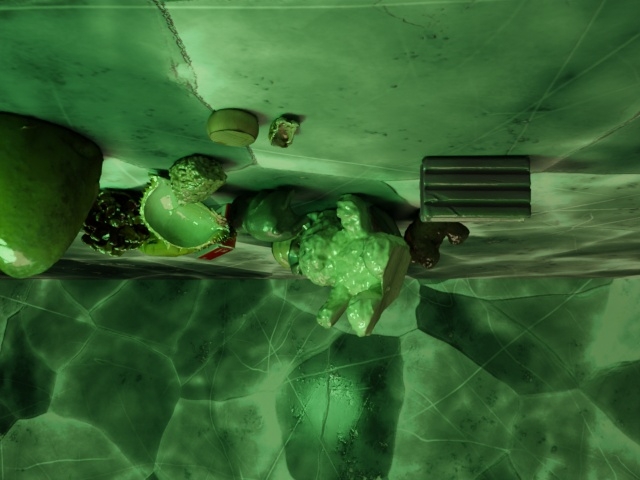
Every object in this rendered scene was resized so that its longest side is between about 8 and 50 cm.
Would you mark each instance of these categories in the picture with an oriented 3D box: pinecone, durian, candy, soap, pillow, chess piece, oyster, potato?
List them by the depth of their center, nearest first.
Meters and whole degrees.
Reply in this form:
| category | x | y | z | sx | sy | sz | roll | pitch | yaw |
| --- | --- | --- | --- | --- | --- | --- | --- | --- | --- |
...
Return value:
| category | x | y | z | sx | sy | sz | roll | pitch | yaw |
| --- | --- | --- | --- | --- | --- | --- | --- | --- | --- |
| chess piece | -0.141 | -0.180 | 0.910 | 0.084 | 0.038 | 0.083 | 0 | 172 | 0 |
| oyster | -0.062 | -0.178 | 0.931 | 0.051 | 0.034 | 0.093 | -12 | 163 | -23 |
| potato | -0.480 | -0.060 | 0.992 | 0.112 | 0.255 | 0.269 | -1 | 169 | 20 |
| soap | 0.294 | -0.096 | 1.085 | 0.203 | 0.122 | 0.065 | 1 | 171 | 6 |
| candy | -0.248 | -0.124 | 1.130 | 0.110 | 0.085 | 0.095 | -20 | 168 | 34 |
| durian | -0.303 | -0.057 | 1.272 | 0.252 | 0.144 | 0.139 | 43 | 149 | -22 |
| pinecone | -0.502 | -0.043 | 1.381 | 0.179 | 0.149 | 0.195 | 12 | 163 | -22 |
| pillow | 0.183 | -0.010 | 1.548 | 0.059 | 0.169 | 0.255 | -30 | 169 | -3 |
| chess piece | 0.000 | 0.000 | 1.678 | 0.137 | 0.137 | 0.301 | 11 | 161 | -43 |

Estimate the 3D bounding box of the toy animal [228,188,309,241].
| category | x | y | z | sx | sy | sz | roll | pitch | yaw |
| --- | --- | --- | --- | --- | --- | --- | --- | --- | --- |
| toy animal | -0.160 | -0.053 | 1.347 | 0.251 | 0.125 | 0.127 | -5 | 179 | 38 |

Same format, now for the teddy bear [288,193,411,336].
| category | x | y | z | sx | sy | sz | roll | pitch | yaw |
| --- | --- | --- | --- | --- | --- | --- | --- | --- | --- |
| teddy bear | 0.021 | 0.044 | 1.366 | 0.363 | 0.327 | 0.375 | 18 | -169 | 19 |

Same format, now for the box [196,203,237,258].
| category | x | y | z | sx | sy | sz | roll | pitch | yaw |
| --- | --- | --- | --- | --- | --- | --- | --- | --- | --- |
| box | -0.282 | -0.020 | 1.556 | 0.050 | 0.122 | 0.229 | 11 | 167 | -25 |

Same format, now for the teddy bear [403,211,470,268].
| category | x | y | z | sx | sy | sz | roll | pitch | yaw |
| --- | --- | --- | --- | --- | --- | --- | --- | --- | --- |
| teddy bear | 0.288 | -0.011 | 1.542 | 0.177 | 0.140 | 0.190 | -39 | 180 | -13 |

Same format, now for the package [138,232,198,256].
| category | x | y | z | sx | sy | sz | roll | pitch | yaw |
| --- | --- | --- | --- | --- | --- | --- | --- | --- | --- |
| package | -0.485 | 0.008 | 1.810 | 0.226 | 0.090 | 0.168 | -3 | 172 | 36 |
